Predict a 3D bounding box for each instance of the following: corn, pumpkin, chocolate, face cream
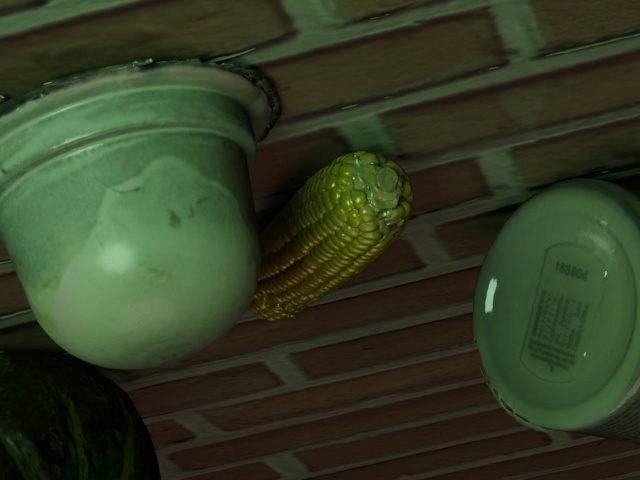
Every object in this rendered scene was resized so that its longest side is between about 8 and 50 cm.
[{"bbox_3d":[0.000,0.000,1.254,0.067,0.067,0.206,1,157,-26],"label":"corn"},{"bbox_3d":[-0.246,0.198,1.456,0.260,0.189,0.260,-24,131,-30],"label":"pumpkin"},{"bbox_3d":[-0.113,0.001,1.099,0.221,0.147,0.221,-8,163,-3],"label":"chocolate"},{"bbox_3d":[0.216,0.052,1.334,0.153,0.177,0.177,10,151,-39],"label":"face cream"}]
